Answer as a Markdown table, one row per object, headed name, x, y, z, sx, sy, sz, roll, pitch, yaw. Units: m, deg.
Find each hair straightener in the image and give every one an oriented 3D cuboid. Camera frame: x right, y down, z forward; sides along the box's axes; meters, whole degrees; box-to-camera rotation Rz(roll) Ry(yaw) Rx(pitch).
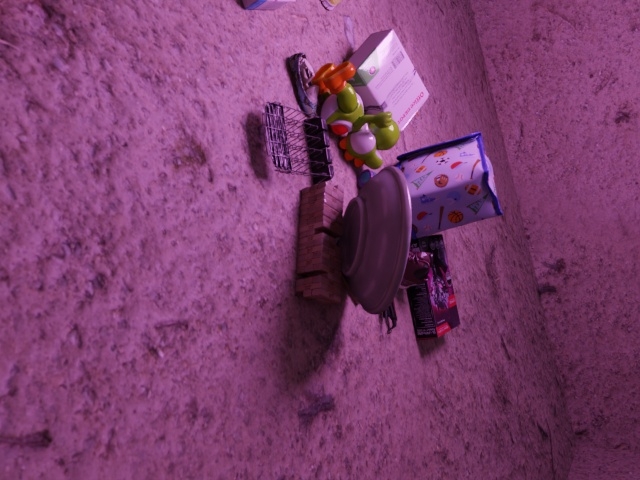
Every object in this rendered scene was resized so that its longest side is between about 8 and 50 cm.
| name | x | y | z | sx | sy | sz | roll | pitch | yaw |
| --- | --- | --- | --- | --- | --- | --- | --- | --- | --- |
| hair straightener | 0.209 | 0.194 | 1.573 | 0.089 | 0.047 | 0.231 | 0 | 84 | -52 |

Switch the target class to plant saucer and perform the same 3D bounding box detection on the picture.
| name | x | y | z | sx | sy | sz | roll | pitch | yaw |
| --- | --- | --- | --- | --- | --- | --- | --- | --- | --- |
| plant saucer | 0.123 | -0.005 | 1.283 | 0.100 | 0.400 | 0.401 | 7 | 70 | -13 |

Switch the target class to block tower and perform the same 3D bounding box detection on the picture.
| name | x | y | z | sx | sy | sz | roll | pitch | yaw |
| --- | --- | --- | --- | --- | --- | --- | --- | --- | --- |
| block tower | 0.000 | 0.000 | 1.311 | 0.097 | 0.090 | 0.336 | 28 | 58 | -46 |

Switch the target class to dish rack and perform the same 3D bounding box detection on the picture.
| name | x | y | z | sx | sy | sz | roll | pitch | yaw |
| --- | --- | --- | --- | --- | --- | --- | --- | --- | --- |
| dish rack | -0.067 | -0.268 | 1.326 | 0.271 | 0.074 | 0.209 | -1 | 79 | -51 |

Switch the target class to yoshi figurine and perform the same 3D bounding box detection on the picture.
| name | x | y | z | sx | sy | sz | roll | pitch | yaw |
| --- | --- | --- | --- | --- | --- | --- | --- | --- | --- |
| yoshi figurine | 0.135 | -0.406 | 1.534 | 0.362 | 0.202 | 0.204 | 55 | 35 | -31 |

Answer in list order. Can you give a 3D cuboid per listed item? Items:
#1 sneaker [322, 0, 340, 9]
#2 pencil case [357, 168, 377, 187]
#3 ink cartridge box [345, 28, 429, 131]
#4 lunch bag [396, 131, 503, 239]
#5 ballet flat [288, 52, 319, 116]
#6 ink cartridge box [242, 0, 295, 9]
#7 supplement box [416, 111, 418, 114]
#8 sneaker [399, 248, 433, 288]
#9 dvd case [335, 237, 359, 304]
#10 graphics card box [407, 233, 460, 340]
| name | x | y | z | sx | sy | sz | roll | pitch | yaw |
| --- | --- | --- | --- | --- | --- | --- | --- | --- | --- |
| sneaker | 0.013 | -0.891 | 1.600 | 0.208 | 0.094 | 0.082 | 47 | 48 | -32 |
| pencil case | 0.191 | -0.190 | 1.641 | 0.151 | 0.064 | 0.070 | 21 | 71 | -47 |
| ink cartridge box | 0.230 | -0.556 | 1.697 | 0.211 | 0.121 | 0.289 | -51 | 124 | -14 |
| lunch bag | 0.449 | -0.233 | 1.725 | 0.239 | 0.327 | 0.386 | 62 | 26 | -30 |
| ballet flat | -0.040 | -0.468 | 1.425 | 0.070 | 0.070 | 0.189 | -34 | 107 | -51 |
| ink cartridge box | -0.157 | -0.716 | 1.350 | 0.181 | 0.061 | 0.105 | -34 | 107 | -51 |
| supplement box | 0.320 | -0.608 | 1.929 | 0.080 | 0.077 | 0.234 | -28 | 102 | -56 |
| sneaker | 0.299 | 0.031 | 1.631 | 0.106 | 0.162 | 0.282 | -49 | 118 | -47 |
| dvd case | 0.096 | 0.061 | 1.478 | 0.221 | 0.018 | 0.165 | 58 | 41 | -23 |
| graphics card box | 0.415 | 0.167 | 1.801 | 0.232 | 0.094 | 0.372 | -5 | 83 | -53 |
